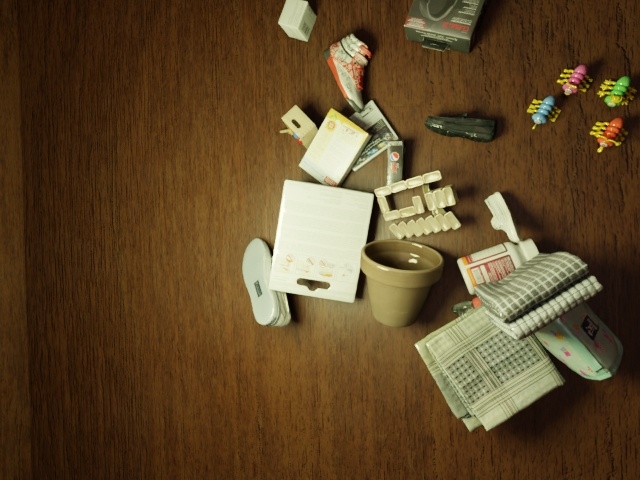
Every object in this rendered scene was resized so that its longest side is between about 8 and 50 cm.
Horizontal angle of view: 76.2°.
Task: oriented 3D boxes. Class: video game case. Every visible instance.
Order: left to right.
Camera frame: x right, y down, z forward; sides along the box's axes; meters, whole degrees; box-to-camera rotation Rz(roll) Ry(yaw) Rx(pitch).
[{"bbox_3d":[0.153,-0.369,1.447,0.190,0.022,0.173,-34,79,16],"label":"video game case"}]

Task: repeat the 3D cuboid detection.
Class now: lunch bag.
[{"bbox_3d":[0.685,0.246,1.128,0.160,0.262,0.223,-40,80,16],"label":"lunch bag"}]

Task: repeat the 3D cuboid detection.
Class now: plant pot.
[{"bbox_3d":[0.250,0.145,1.321,0.263,0.263,0.229,12,114,19],"label":"plant pot"}]

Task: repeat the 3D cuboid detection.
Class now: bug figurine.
[{"bbox_3d":[0.775,-0.394,1.194,0.279,0.072,0.216,27,99,18],"label":"bug figurine"}]

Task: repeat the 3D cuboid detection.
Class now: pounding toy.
[{"bbox_3d":[-0.086,-0.407,1.485,0.100,0.130,0.141,-43,77,3],"label":"pounding toy"}]

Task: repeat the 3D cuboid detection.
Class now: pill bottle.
[{"bbox_3d":[0.548,0.077,1.254,0.221,0.121,0.121,-21,83,16],"label":"pill bottle"}]

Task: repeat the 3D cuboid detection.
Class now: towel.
[{"bbox_3d":[0.492,0.367,1.207,0.324,0.056,0.312,-33,82,6],"label":"towel"},{"bbox_3d":[0.542,0.129,1.064,0.235,0.284,0.121,-37,85,7],"label":"towel"}]

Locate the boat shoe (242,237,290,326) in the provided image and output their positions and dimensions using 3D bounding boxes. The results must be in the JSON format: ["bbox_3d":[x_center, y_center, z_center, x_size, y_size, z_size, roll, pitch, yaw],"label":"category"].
[{"bbox_3d":[-0.178,0.158,1.518,0.136,0.156,0.367,-40,49,21],"label":"boat shoe"}]

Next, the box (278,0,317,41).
[{"bbox_3d":[-0.082,-0.803,1.483,0.087,0.101,0.101,24,97,18],"label":"box"}]

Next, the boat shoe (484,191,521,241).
[{"bbox_3d":[0.557,-0.067,1.256,0.063,0.066,0.184,-31,56,30],"label":"boat shoe"}]

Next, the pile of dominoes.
[{"bbox_3d":[0.322,-0.113,1.341,0.251,0.040,0.195,-13,103,36],"label":"pile of dominoes"}]

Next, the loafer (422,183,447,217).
[{"bbox_3d":[0.382,-0.127,1.351,0.050,0.056,0.148,-25,92,18],"label":"loafer"}]

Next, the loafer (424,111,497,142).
[{"bbox_3d":[0.451,-0.374,1.314,0.223,0.076,0.078,15,91,14],"label":"loafer"}]

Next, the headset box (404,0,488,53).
[{"bbox_3d":[0.414,-0.751,1.299,0.218,0.110,0.293,23,98,18],"label":"headset box"}]

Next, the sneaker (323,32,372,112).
[{"bbox_3d":[0.123,-0.588,1.412,0.145,0.090,0.270,-29,75,19],"label":"sneaker"}]

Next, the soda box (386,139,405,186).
[{"bbox_3d":[0.256,-0.252,1.381,0.053,0.060,0.168,4,100,20],"label":"soda box"}]

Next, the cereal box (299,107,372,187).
[{"bbox_3d":[0.049,-0.318,1.449,0.173,0.047,0.240,41,115,16],"label":"cereal box"}]

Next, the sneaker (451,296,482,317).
[{"bbox_3d":[0.479,0.319,1.297,0.135,0.098,0.275,-9,86,19],"label":"sneaker"}]

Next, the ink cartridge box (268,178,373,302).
[{"bbox_3d":[0.000,0.000,1.422,0.308,0.091,0.384,9,96,-3],"label":"ink cartridge box"}]
